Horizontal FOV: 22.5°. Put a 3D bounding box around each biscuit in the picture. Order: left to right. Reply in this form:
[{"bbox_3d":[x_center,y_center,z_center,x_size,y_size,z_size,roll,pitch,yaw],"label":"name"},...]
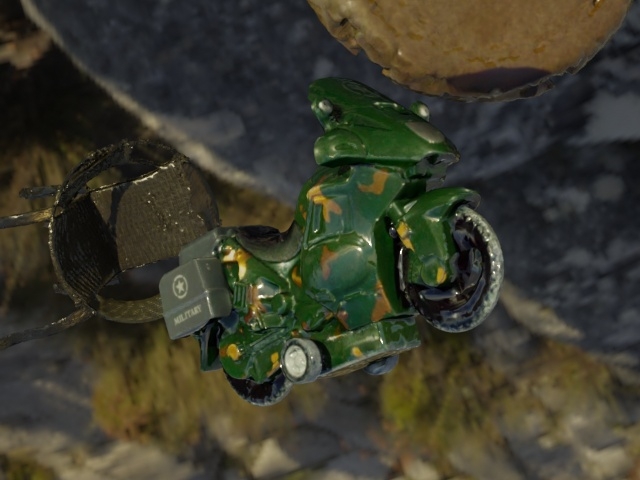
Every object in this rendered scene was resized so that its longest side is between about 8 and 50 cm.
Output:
[{"bbox_3d":[0.083,-0.181,0.903,0.226,0.226,0.042,-9,176,-20],"label":"biscuit"}]

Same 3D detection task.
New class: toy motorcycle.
[{"bbox_3d":[0.000,0.000,1.058,0.124,0.187,0.274,-2,161,-46],"label":"toy motorcycle"}]

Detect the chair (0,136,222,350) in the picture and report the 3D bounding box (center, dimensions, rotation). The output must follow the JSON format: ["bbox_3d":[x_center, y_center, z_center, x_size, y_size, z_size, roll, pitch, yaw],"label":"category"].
[{"bbox_3d":[-0.213,0.001,1.534,0.213,0.174,0.149,-15,-166,17],"label":"chair"}]
